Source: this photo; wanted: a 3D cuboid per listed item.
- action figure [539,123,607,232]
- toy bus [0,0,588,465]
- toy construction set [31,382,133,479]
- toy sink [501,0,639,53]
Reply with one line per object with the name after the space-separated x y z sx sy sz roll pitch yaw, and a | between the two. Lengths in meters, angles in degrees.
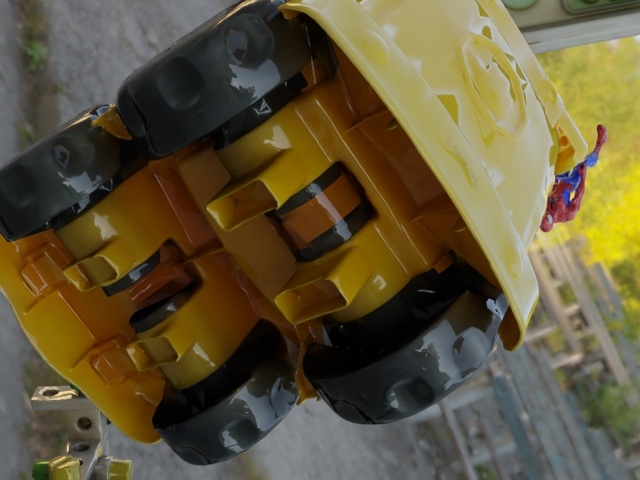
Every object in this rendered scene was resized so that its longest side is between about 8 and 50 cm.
0.196 -0.049 0.893 0.115 0.038 0.030 -61 139 -33 | action figure
-0.006 -0.034 0.470 0.149 0.220 0.211 54 41 -15 | toy bus
-0.249 0.280 1.306 0.257 0.309 0.237 -17 113 -64 | toy construction set
0.196 -0.226 0.866 0.234 0.153 0.131 -77 157 -76 | toy sink
